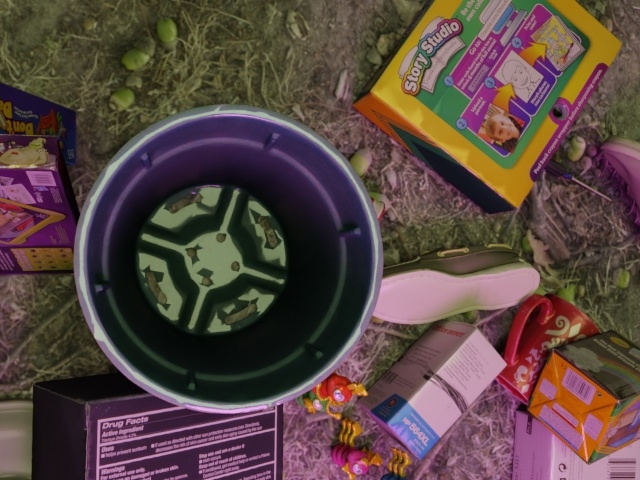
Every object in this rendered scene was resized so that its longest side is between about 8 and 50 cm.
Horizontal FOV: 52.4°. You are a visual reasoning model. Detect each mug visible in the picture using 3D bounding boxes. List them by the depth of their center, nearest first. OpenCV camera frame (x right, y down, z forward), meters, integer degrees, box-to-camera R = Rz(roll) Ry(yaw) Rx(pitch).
[{"bbox_3d":[0.365,0.178,1.113,0.150,0.113,0.169,43,84,-4],"label":"mug"}]

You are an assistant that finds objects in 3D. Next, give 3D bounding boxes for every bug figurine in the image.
[{"bbox_3d":[0.045,0.287,0.974,0.072,0.216,0.279,-37,99,-24],"label":"bug figurine"}]

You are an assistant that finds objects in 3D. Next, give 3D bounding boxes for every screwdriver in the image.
[{"bbox_3d":[0.469,-0.109,1.186,0.170,0.025,0.024,25,83,-11],"label":"screwdriver"}]

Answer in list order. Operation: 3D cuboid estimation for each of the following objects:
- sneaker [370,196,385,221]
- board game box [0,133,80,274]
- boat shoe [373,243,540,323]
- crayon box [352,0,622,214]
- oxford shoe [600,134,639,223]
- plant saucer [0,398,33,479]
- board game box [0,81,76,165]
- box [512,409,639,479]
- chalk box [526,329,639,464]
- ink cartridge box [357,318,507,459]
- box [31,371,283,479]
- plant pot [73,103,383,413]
[{"bbox_3d":[0.000,0.000,1.048,0.128,0.087,0.221,33,69,-2],"label":"sneaker"},{"bbox_3d":[-0.409,-0.030,0.806,0.208,0.347,0.056,-4,70,-16],"label":"board game box"},{"bbox_3d":[0.206,0.065,1.082,0.305,0.091,0.109,-5,127,-12],"label":"boat shoe"},{"bbox_3d":[0.286,-0.282,1.105,0.313,0.106,0.363,37,80,-9],"label":"crayon box"},{"bbox_3d":[0.658,-0.013,1.170,0.449,0.169,0.130,43,101,-10],"label":"oxford shoe"},{"bbox_3d":[-0.436,0.431,0.908,0.400,0.100,0.400,0,88,-14],"label":"plant saucer"},{"bbox_3d":[-0.486,-0.145,0.753,0.233,0.347,0.078,-1,88,13],"label":"board game box"},{"bbox_3d":[0.438,0.392,1.113,0.182,0.119,0.181,4,87,-13],"label":"box"},{"bbox_3d":[0.466,0.240,1.045,0.213,0.132,0.132,-7,122,-33],"label":"chalk box"},{"bbox_3d":[0.175,0.228,1.039,0.203,0.148,0.086,-43,98,-11],"label":"ink cartridge box"},{"bbox_3d":[-0.211,0.327,0.873,0.296,0.183,0.294,3,88,-43],"label":"box"},{"bbox_3d":[-0.131,0.026,0.875,0.341,0.334,0.341,1,87,-14],"label":"plant pot"}]
